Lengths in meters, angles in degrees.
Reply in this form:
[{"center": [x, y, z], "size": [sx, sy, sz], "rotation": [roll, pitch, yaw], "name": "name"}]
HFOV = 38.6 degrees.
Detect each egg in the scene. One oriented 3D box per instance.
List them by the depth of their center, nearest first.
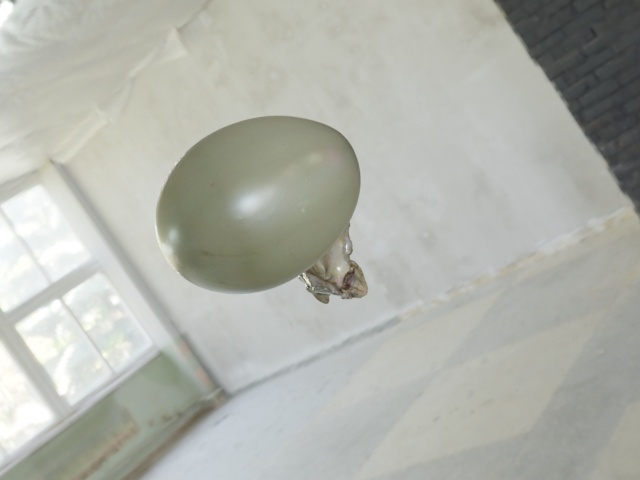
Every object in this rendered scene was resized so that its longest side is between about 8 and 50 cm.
[{"center": [-0.068, -0.042, 1.018], "size": [0.241, 0.186, 0.186], "rotation": [-25, 4, -2], "name": "egg"}]

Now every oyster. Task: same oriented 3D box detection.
[{"center": [-0.003, 0.016, 1.336], "size": [0.162, 0.107, 0.233], "rotation": [-63, -30, -20], "name": "oyster"}]
